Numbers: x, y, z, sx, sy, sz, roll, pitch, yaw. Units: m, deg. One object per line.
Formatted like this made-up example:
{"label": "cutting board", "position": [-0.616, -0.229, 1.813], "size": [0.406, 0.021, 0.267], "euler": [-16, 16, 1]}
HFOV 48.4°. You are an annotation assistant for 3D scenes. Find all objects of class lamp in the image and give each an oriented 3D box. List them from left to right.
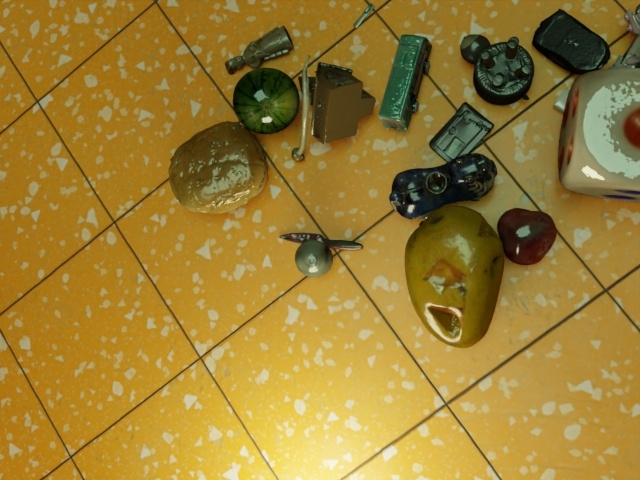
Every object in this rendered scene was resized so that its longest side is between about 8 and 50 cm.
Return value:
{"label": "lamp", "position": [-0.018, 0.050, 1.950], "size": [0.105, 0.105, 0.105], "euler": [-2, 82, 14]}

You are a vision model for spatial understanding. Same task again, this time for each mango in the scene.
{"label": "mango", "position": [0.345, 0.093, 1.820], "size": [0.253, 0.182, 0.365], "euler": [-6, 93, 22]}

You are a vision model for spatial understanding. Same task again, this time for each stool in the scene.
{"label": "stool", "position": [0.462, -0.456, 1.880], "size": [0.228, 0.139, 0.153], "euler": [24, 87, 13]}

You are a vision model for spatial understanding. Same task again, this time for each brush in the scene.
{"label": "brush", "position": [0.124, -0.650, 2.056], "size": [0.016, 0.013, 0.084], "euler": [41, 95, 13]}

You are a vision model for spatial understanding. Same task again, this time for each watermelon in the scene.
{"label": "watermelon", "position": [-0.153, -0.393, 2.003], "size": [0.188, 0.215, 0.188], "euler": [-1, 108, -4]}

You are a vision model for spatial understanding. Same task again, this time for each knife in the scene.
{"label": "knife", "position": [0.000, 0.000, 1.997], "size": [0.247, 0.018, 0.035], "euler": [8, 87, 16]}

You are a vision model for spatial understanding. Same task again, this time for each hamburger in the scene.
{"label": "hamburger", "position": [-0.295, -0.202, 2.035], "size": [0.283, 0.144, 0.259], "euler": [-31, 76, 11]}

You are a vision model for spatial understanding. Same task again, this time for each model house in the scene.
{"label": "model house", "position": [0.020, -0.414, 1.999], "size": [0.176, 0.181, 0.248], "euler": [-17, 43, -28]}

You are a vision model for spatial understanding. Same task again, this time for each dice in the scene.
{"label": "dice", "position": [0.739, -0.238, 1.681], "size": [0.304, 0.304, 0.277], "euler": [6, 91, 10]}

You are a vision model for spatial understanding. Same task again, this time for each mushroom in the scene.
{"label": "mushroom", "position": [-0.046, -0.350, 1.954], "size": [0.068, 0.043, 0.306], "euler": [42, 136, 39]}

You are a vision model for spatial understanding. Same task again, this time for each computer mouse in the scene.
{"label": "computer mouse", "position": [0.662, -0.513, 1.870], "size": [0.122, 0.073, 0.217], "euler": [-49, 66, 11]}

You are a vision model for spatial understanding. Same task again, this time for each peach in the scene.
{"label": "peach", "position": [0.513, -0.016, 1.805], "size": [0.152, 0.152, 0.152], "euler": [-2, 82, 14]}

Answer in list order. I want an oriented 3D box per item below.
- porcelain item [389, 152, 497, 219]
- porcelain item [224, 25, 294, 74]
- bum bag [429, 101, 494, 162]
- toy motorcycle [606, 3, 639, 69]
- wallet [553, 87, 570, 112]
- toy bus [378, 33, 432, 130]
{"label": "porcelain item", "position": [0.315, -0.143, 1.846], "size": [0.288, 0.186, 0.138], "euler": [-16, 84, 15]}
{"label": "porcelain item", "position": [-0.188, -0.556, 2.100], "size": [0.213, 0.054, 0.084], "euler": [-23, 76, 11]}
{"label": "bum bag", "position": [0.382, -0.287, 1.939], "size": [0.109, 0.026, 0.159], "euler": [45, 100, 15]}
{"label": "toy motorcycle", "position": [0.805, -0.471, 1.810], "size": [0.204, 0.108, 0.239], "euler": [-20, 78, 11]}
{"label": "wallet", "position": [0.679, -0.347, 1.869], "size": [0.122, 0.025, 0.061], "euler": [34, 94, 16]}
{"label": "toy bus", "position": [0.234, -0.436, 1.954], "size": [0.091, 0.109, 0.262], "euler": [13, 85, 21]}
